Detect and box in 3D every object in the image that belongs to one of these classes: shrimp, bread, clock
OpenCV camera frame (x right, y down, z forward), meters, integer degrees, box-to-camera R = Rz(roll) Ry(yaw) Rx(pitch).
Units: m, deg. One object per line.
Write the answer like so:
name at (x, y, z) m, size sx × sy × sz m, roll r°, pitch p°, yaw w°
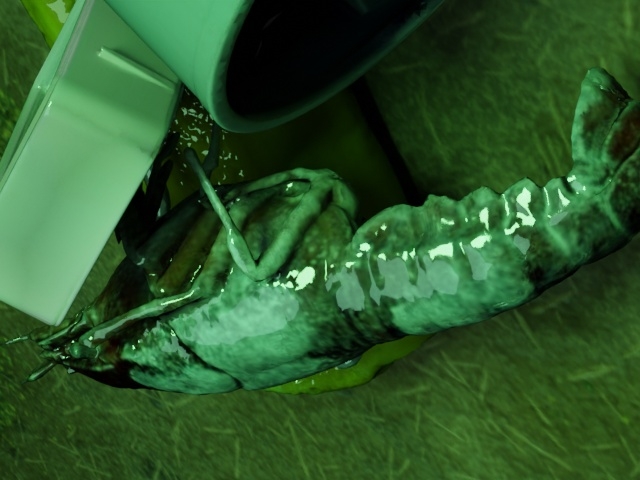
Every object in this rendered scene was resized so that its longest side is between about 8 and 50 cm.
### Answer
shrimp at (-0.003, 0.004, 1.070) m, size 0.411 × 0.166 × 0.221 m, roll -5°, pitch 147°, yaw 31°
bread at (-0.050, -0.077, 1.199) m, size 0.166 × 0.112 × 0.383 m, roll -16°, pitch 114°, yaw 30°
clock at (-0.122, -0.072, 1.031) m, size 0.063 × 0.197 × 0.150 m, roll 25°, pitch 128°, yaw -12°

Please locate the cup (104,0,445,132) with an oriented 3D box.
cup at (-0.055, -0.268, 0.907) m, size 0.311 × 0.257 × 0.331 m, roll 44°, pitch 148°, yaw 13°
